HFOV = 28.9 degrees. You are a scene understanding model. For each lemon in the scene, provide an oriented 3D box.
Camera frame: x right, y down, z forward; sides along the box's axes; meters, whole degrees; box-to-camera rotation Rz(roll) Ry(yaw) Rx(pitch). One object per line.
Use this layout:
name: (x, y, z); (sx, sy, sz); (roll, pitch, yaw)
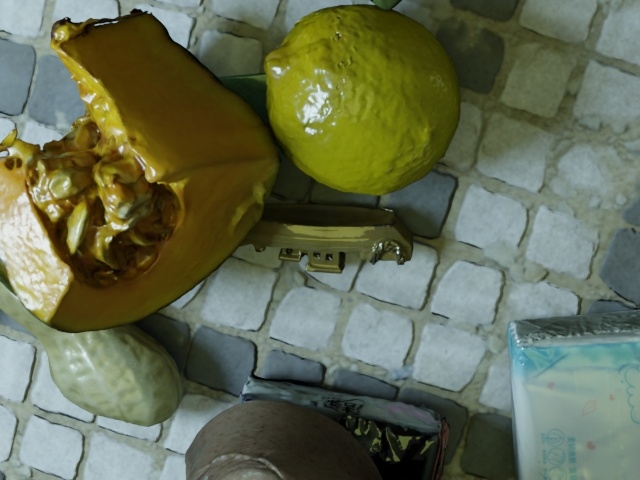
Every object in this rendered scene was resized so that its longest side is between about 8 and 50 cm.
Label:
lemon: (0.045, -0.144, 1.276); (0.231, 0.192, 0.192); (25, 103, -27)

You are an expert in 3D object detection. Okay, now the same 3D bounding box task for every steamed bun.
steamed bun: (-0.004, 0.314, 1.236); (0.199, 0.251, 0.301); (-24, 104, -1)

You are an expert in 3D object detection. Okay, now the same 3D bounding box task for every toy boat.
toy boat: (0.000, 0.000, 1.381); (0.206, 0.064, 0.072); (3, 119, 7)

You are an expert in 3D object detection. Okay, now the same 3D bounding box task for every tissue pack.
tissue pack: (0.002, 0.327, 1.414); (0.245, 0.123, 0.332); (10, 104, 0)
tissue pack: (0.309, 0.218, 1.361); (0.201, 0.124, 0.271); (-4, 101, 10)

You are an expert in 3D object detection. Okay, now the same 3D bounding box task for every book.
book: (-0.059, -0.135, 1.380); (0.135, 0.017, 0.103); (-5, 100, 6)

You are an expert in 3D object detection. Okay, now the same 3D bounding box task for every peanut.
peanut: (-0.270, 0.105, 1.403); (0.125, 0.111, 0.274); (-39, 91, 21)

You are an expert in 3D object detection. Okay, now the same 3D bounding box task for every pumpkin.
pumpkin: (-0.212, -0.062, 1.272); (0.303, 0.256, 0.225); (-45, 68, 13)

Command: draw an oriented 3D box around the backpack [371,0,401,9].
backpack: (0.046, -0.368, 1.240); (0.253, 0.140, 0.207); (42, 70, 15)
